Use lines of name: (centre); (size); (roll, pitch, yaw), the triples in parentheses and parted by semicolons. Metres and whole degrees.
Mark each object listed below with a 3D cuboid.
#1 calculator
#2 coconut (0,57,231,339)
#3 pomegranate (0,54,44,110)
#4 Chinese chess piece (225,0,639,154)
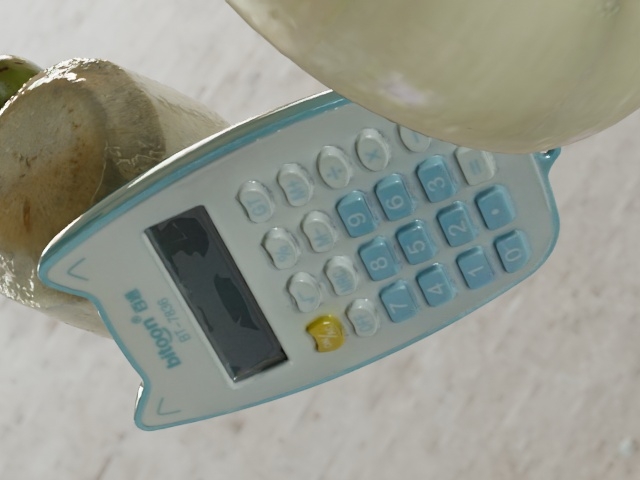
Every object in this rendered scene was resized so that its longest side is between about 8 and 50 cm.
calculator: (0.000, 0.000, 1.467); (0.386, 0.256, 0.054); (-22, 41, 6)
coconut: (-0.178, -0.028, 1.732); (0.237, 0.266, 0.237); (-9, 75, 34)
pomegranate: (-0.290, -0.126, 1.935); (0.114, 0.142, 0.114); (-15, 73, 58)
Chinese chess piece: (0.064, -0.203, 1.000); (0.140, 0.338, 0.338); (-46, 31, 35)
